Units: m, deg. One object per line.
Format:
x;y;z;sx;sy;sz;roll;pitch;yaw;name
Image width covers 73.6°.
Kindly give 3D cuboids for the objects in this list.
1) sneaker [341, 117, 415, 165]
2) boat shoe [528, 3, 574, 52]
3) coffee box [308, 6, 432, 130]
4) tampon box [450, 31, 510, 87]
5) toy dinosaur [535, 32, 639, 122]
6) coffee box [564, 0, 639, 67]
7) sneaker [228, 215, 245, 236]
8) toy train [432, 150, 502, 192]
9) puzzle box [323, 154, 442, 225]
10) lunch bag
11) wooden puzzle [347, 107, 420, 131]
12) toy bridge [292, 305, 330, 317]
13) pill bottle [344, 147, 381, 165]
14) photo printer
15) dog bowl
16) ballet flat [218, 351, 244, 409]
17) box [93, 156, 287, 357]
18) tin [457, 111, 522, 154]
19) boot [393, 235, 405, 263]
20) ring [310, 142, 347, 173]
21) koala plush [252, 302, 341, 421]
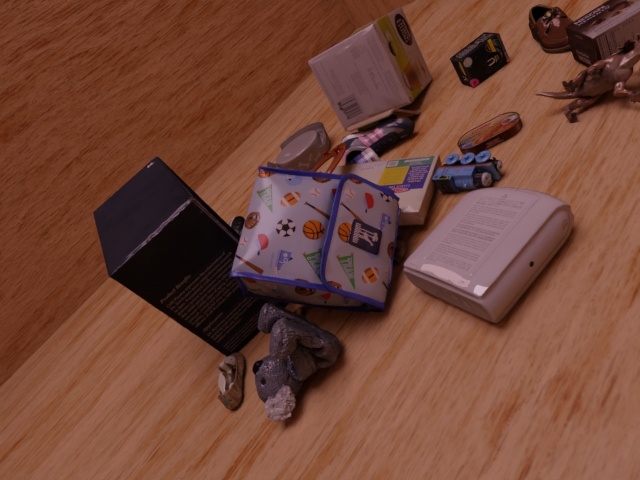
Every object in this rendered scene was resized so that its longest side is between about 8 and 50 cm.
0.222;-0.373;1.678;0.319;0.112;0.130;-13;62;37;sneaker
0.793;-0.738;1.478;0.111;0.104;0.307;-31;30;17;boat shoe
0.227;-0.736;1.853;0.338;0.337;0.334;-13;27;41;coffee box
0.599;-0.680;1.612;0.161;0.120;0.101;-36;28;8;tampon box
0.732;-0.424;1.102;0.200;0.127;0.296;-47;16;-27;toy dinosaur
0.878;-0.617;1.189;0.297;0.119;0.168;-28;32;21;coffee box
-0.317;-0.008;1.801;0.124;0.107;0.283;-20;40;16;sneaker
0.409;-0.187;1.193;0.184;0.080;0.105;8;63;51;toy train
0.149;-0.148;1.334;0.409;0.052;0.272;0;44;32;puzzle box
0.000;0.000;1.109;0.386;0.239;0.327;9;69;7;lunch bag
0.259;-0.477;1.729;0.221;0.044;0.239;-11;6;42;wooden puzzle
-0.057;0.217;1.226;0.188;0.026;0.063;-30;28;19;toy bridge
0.134;-0.239;1.552;0.187;0.112;0.112;-36;29;7;pill bottle
0.365;0.007;0.934;0.307;0.107;0.256;-46;29;-12;photo printer
-0.101;-0.437;2.124;0.349;0.102;0.348;-30;30;19;dog bowl
-0.253;0.373;1.196;0.073;0.067;0.206;-38;28;7;ballet flat
-0.408;0.040;1.362;0.297;0.471;0.480;-44;38;-7;box
0.512;-0.323;1.301;0.190;0.040;0.106;-26;36;24;tin
0.185;0.031;1.189;0.119;0.042;0.086;-16;44;49;boot
-0.032;-0.218;1.496;0.336;0.032;0.336;-45;17;18;ring
-0.077;0.300;1.019;0.221;0.203;0.196;-64;21;1;koala plush
